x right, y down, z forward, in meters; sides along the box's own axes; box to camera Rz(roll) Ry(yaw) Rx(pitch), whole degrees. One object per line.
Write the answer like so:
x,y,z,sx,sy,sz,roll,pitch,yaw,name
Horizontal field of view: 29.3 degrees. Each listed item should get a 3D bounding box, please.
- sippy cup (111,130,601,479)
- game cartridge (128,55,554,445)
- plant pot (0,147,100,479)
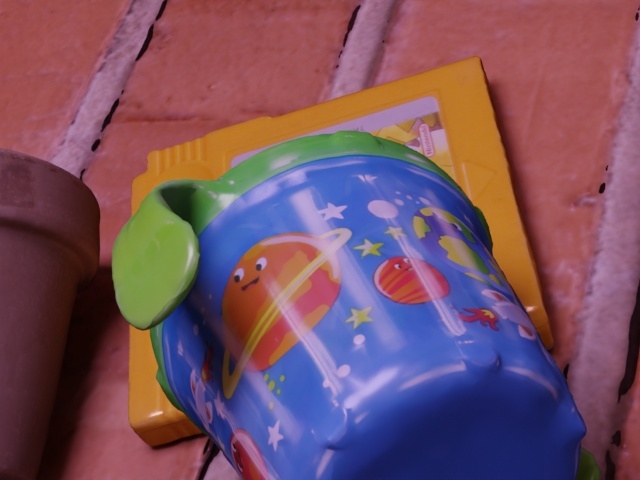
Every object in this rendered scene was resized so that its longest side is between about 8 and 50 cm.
0.033,0.083,0.718,0.305,0.240,0.224,-6,28,-18,sippy cup
0.000,0.000,0.982,0.323,0.053,0.285,-15,50,9,game cartridge
-0.292,0.080,0.930,0.263,0.263,0.229,-13,67,12,plant pot
